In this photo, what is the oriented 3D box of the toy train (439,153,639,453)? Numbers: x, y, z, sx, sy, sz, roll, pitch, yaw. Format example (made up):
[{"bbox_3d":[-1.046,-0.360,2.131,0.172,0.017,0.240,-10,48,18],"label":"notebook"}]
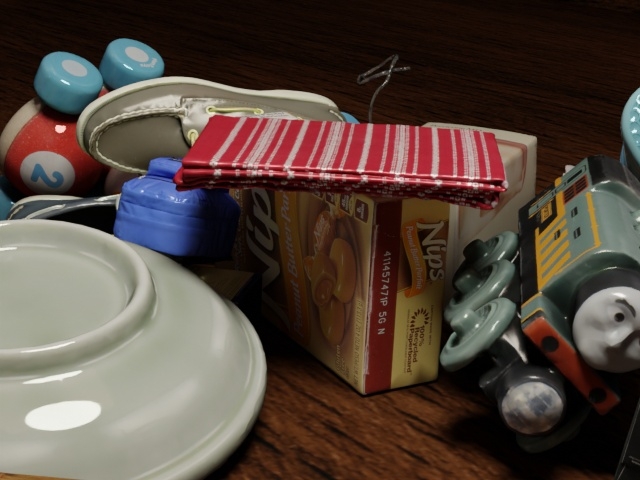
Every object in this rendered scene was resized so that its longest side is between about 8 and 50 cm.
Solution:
[{"bbox_3d":[0.210,0.044,1.107,0.142,0.190,0.334,46,19,-8],"label":"toy train"}]

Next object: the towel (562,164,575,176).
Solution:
[{"bbox_3d":[0.433,-0.026,1.499,0.331,0.053,0.317,5,17,10],"label":"towel"}]

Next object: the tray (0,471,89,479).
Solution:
[{"bbox_3d":[-0.241,0.211,0.775,0.410,0.076,0.203,5,19,6],"label":"tray"}]

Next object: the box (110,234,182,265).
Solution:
[{"bbox_3d":[-0.254,0.035,1.308,0.232,0.058,0.087,-2,21,-17],"label":"box"}]

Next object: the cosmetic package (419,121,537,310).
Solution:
[{"bbox_3d":[0.132,-0.037,1.461,0.153,0.129,0.296,9,19,22],"label":"cosmetic package"}]

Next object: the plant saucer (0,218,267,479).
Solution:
[{"bbox_3d":[-0.241,0.074,1.042,0.400,0.101,0.400,2,29,-1],"label":"plant saucer"}]

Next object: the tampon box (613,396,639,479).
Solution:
[{"bbox_3d":[0.309,0.138,0.982,0.120,0.101,0.161,22,25,22],"label":"tampon box"}]

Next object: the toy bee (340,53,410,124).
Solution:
[{"bbox_3d":[0.037,-0.085,1.590,0.298,0.162,0.195,-35,12,-11],"label":"toy bee"}]

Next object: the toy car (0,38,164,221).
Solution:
[{"bbox_3d":[-0.228,-0.070,1.497,0.238,0.219,0.210,41,33,17],"label":"toy car"}]

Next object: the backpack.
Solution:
[{"bbox_3d":[-0.144,-0.029,1.259,0.098,0.101,0.120,9,8,22],"label":"backpack"}]

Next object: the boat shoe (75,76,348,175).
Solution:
[{"bbox_3d":[-0.107,-0.109,1.406,0.305,0.109,0.091,-1,33,-21],"label":"boat shoe"}]

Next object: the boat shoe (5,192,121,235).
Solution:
[{"bbox_3d":[-0.213,-0.013,1.399,0.254,0.095,0.079,2,18,-10],"label":"boat shoe"}]

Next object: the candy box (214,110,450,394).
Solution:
[{"bbox_3d":[0.000,0.000,1.253,0.087,0.183,0.316,-7,21,-29],"label":"candy box"}]

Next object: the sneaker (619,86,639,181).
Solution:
[{"bbox_3d":[0.403,-0.008,1.280,0.127,0.319,0.208,-28,-8,6],"label":"sneaker"}]

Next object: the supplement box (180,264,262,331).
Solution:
[{"bbox_3d":[-0.107,0.065,1.243,0.083,0.056,0.083,7,19,12],"label":"supplement box"}]

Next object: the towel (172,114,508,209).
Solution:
[{"bbox_3d":[0.020,-0.072,1.136,0.274,0.031,0.199,4,18,3],"label":"towel"}]
